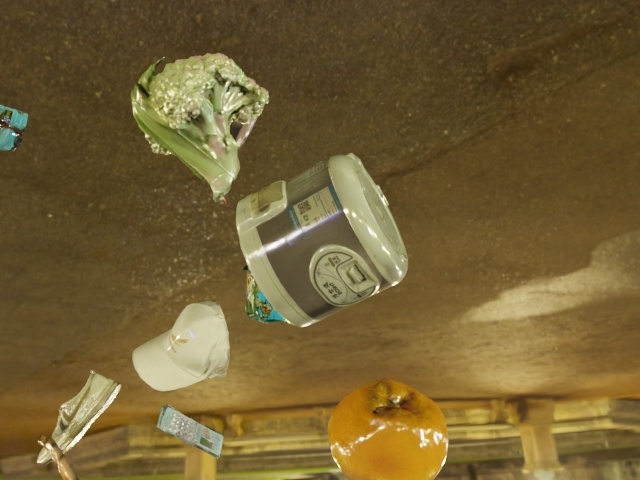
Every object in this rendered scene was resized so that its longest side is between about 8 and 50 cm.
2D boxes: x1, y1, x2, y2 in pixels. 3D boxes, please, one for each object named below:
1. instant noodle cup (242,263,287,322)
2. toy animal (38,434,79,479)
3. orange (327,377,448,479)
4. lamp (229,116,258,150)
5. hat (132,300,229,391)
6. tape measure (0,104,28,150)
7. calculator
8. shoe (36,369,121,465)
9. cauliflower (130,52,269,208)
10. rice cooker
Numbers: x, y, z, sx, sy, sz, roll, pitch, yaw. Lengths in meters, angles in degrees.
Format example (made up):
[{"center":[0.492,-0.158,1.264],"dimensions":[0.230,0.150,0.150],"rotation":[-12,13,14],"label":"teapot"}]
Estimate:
[{"center":[-0.156,0.151,2.076],"dimensions":[0.240,0.240,0.178],"rotation":[-3,117,-1],"label":"instant noodle cup"},{"center":[-0.175,0.267,0.514],"dimensions":[0.116,0.255,0.114],"rotation":[-45,169,11],"label":"toy animal"},{"center":[0.143,0.397,1.235],"dimensions":[0.249,0.249,0.183],"rotation":[-2,126,-4],"label":"orange"},{"center":[-0.269,-0.316,1.426],"dimensions":[0.247,0.246,0.247],"rotation":[-3,158,-1],"label":"lamp"},{"center":[-0.434,0.313,1.860],"dimensions":[0.302,0.257,0.168],"rotation":[-20,142,-13],"label":"hat"},{"center":[-0.902,-0.317,1.693],"dimensions":[0.146,0.125,0.081],"rotation":[18,-176,10],"label":"tape measure"},{"center":[-0.274,0.407,1.285],"dimensions":[0.018,0.057,0.172],"rotation":[-26,127,31],"label":"calculator"},{"center":[-0.657,0.472,1.604],"dimensions":[0.098,0.274,0.103],"rotation":[36,157,4],"label":"shoe"},{"center":[-0.220,-0.208,1.131],"dimensions":[0.257,0.315,0.239],"rotation":[-21,-174,26],"label":"cauliflower"},{"center":[-0.002,0.002,1.135],"dimensions":[0.277,0.288,0.288],"rotation":[-26,152,14],"label":"rice cooker"}]
